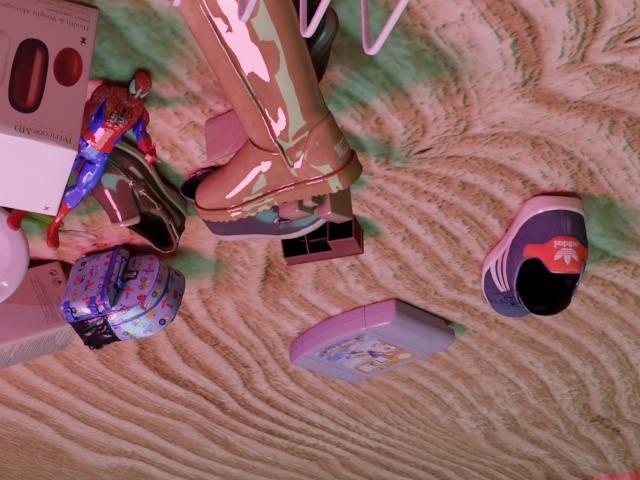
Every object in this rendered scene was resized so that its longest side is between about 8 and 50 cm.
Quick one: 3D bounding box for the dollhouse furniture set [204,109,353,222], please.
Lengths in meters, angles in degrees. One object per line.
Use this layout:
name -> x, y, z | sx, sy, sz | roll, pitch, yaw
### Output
dollhouse furniture set -> -0.056, -0.093, 1.308 | 0.123, 0.144, 0.151 | -17, 161, 36

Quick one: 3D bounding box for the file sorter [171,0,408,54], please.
file sorter -> -0.049, -0.306, 0.874 | 0.277, 0.173, 0.193 | 10, 149, -16

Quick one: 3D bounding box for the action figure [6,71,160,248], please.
action figure -> -0.294, -0.089, 1.233 | 0.091, 0.139, 0.280 | 28, 113, -29

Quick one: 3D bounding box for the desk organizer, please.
desk organizer -> 0.000, 0.000, 1.544 | 0.130, 0.047, 0.050 | -10, 147, 16

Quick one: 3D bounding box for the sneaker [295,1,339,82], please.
sneaker -> -0.020, -0.220, 1.154 | 0.071, 0.066, 0.188 | -1, 161, -34

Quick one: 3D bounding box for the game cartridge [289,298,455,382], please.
game cartridge -> 0.087, 0.201, 1.897 | 0.198, 0.062, 0.297 | 20, 145, -38

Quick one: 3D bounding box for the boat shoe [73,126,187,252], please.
boat shoe -> -0.272, -0.063, 1.381 | 0.095, 0.095, 0.257 | -16, 147, 26

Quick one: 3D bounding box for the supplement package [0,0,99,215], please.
supplement package -> -0.367, -0.165, 1.091 | 0.194, 0.203, 0.149 | 11, 149, -20

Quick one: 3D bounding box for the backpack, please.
backpack -> -0.315, 0.086, 1.584 | 0.173, 0.158, 0.117 | -10, 133, 22

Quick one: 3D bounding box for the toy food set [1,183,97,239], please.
toy food set -> -0.431, -0.071, 1.409 | 0.217, 0.071, 0.128 | 23, 169, -30

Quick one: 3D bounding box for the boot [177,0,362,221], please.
boot -> -0.095, -0.168, 1.111 | 0.236, 0.089, 0.270 | -15, 118, 24

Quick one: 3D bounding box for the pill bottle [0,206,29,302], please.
pill bottle -> -0.521, 0.020, 1.407 | 0.152, 0.152, 0.272 | 16, 172, -26

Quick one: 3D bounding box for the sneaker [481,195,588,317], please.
sneaker -> 0.340, 0.073, 1.568 | 0.131, 0.148, 0.350 | 0, 151, -1

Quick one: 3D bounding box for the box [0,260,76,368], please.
box -> -0.570, 0.149, 1.601 | 0.311, 0.121, 0.148 | -15, 162, -36

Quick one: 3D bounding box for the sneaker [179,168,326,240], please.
sneaker -> -0.088, -0.059, 1.401 | 0.222, 0.083, 0.118 | -12, 148, 22
